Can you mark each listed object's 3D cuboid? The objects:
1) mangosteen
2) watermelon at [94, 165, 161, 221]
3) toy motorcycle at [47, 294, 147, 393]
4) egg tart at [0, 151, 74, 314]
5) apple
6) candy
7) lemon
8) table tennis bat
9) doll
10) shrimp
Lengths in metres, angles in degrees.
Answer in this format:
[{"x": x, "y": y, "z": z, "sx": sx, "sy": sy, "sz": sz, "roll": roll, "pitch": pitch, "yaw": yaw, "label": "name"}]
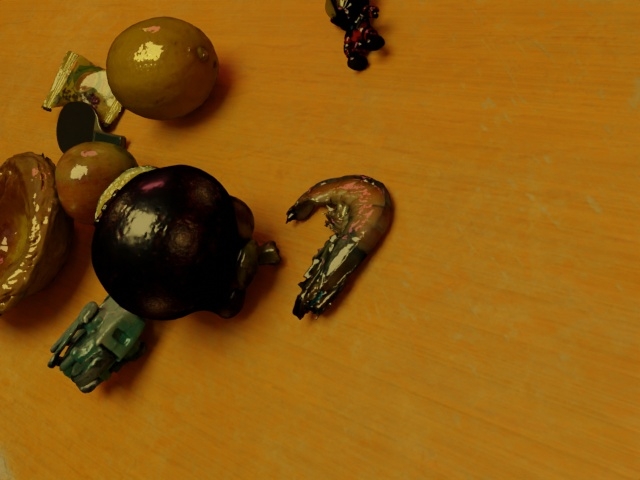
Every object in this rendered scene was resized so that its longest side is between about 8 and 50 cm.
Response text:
[{"x": -0.263, "y": 0.022, "z": 1.362, "sx": 0.297, "sy": 0.313, "sz": 0.297, "roll": -29, "pitch": 23, "yaw": 14, "label": "mangosteen"}, {"x": -0.358, "y": -0.050, "z": 1.573, "sx": 0.232, "sy": 0.127, "sz": 0.204, "roll": -34, "pitch": 75, "yaw": 8, "label": "watermelon"}, {"x": -0.427, "y": 0.178, "z": 1.506, "sx": 0.260, "sy": 0.154, "sz": 0.206, "roll": -53, "pitch": 26, "yaw": -19, "label": "toy motorcycle"}, {"x": -0.727, "y": 0.002, "z": 1.774, "sx": 0.443, "sy": 0.178, "sz": 0.443, "roll": -20, "pitch": 59, "yaw": 36, "label": "egg tart"}, {"x": -0.499, "y": -0.131, "z": 1.681, "sx": 0.196, "sy": 0.196, "sz": 0.196, "roll": -16, "pitch": 58, "yaw": 28, "label": "apple"}, {"x": -0.616, "y": -0.404, "z": 1.983, "sx": 0.297, "sy": 0.081, "sz": 0.187, "roll": 21, "pitch": 81, "yaw": 30, "label": "candy"}, {"x": -0.360, "y": -0.389, "z": 1.691, "sx": 0.263, "sy": 0.236, "sz": 0.236, "roll": 23, "pitch": 82, "yaw": 47, "label": "lemon"}, {"x": -0.593, "y": -0.273, "z": 1.903, "sx": 0.274, "sy": 0.021, "sz": 0.154, "roll": 17, "pitch": 102, "yaw": 34, "label": "table tennis bat"}, {"x": 0.065, "y": -0.468, "z": 1.522, "sx": 0.127, "sy": 0.088, "sz": 0.248, "roll": -23, "pitch": 59, "yaw": 24, "label": "doll"}, {"x": 0.000, "y": 0.000, "z": 1.342, "sx": 0.222, "sy": 0.054, "sz": 0.290, "roll": 21, "pitch": 77, "yaw": 40, "label": "shrimp"}]
